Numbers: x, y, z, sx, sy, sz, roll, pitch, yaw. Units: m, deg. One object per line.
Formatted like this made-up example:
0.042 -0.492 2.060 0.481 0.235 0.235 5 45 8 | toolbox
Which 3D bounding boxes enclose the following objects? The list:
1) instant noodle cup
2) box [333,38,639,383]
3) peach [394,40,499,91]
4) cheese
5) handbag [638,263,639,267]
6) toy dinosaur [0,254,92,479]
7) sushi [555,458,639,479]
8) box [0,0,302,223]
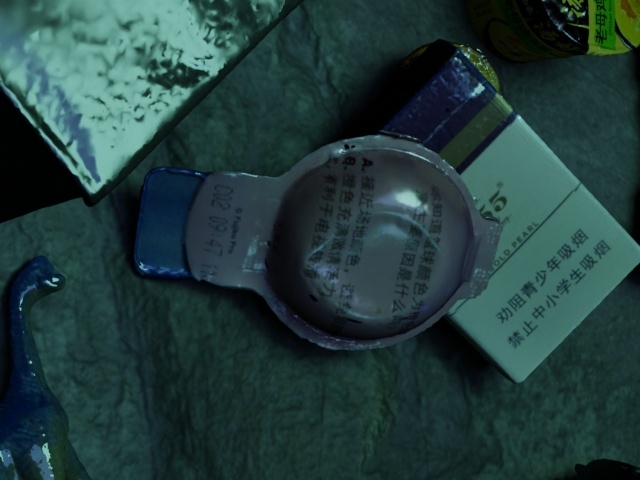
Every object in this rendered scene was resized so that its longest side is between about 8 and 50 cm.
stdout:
0.210 -0.228 1.330 0.151 0.122 0.151 3 84 -33 | instant noodle cup
0.130 -0.022 1.248 0.168 0.071 0.259 -45 109 1 | box
0.104 -0.127 1.284 0.098 0.061 0.098 -2 101 -10 | peach
0.000 0.000 1.150 0.286 0.074 0.189 5 110 -10 | cheese
0.441 -0.075 1.454 0.288 0.152 0.342 6 78 -22 | handbag
-0.245 0.146 1.037 0.248 0.075 0.188 -32 92 -26 | toy dinosaur
0.300 0.305 1.262 0.225 0.219 0.238 -9 88 -29 | sushi
-0.163 -0.213 1.037 0.345 0.204 0.251 -47 109 -28 | box
